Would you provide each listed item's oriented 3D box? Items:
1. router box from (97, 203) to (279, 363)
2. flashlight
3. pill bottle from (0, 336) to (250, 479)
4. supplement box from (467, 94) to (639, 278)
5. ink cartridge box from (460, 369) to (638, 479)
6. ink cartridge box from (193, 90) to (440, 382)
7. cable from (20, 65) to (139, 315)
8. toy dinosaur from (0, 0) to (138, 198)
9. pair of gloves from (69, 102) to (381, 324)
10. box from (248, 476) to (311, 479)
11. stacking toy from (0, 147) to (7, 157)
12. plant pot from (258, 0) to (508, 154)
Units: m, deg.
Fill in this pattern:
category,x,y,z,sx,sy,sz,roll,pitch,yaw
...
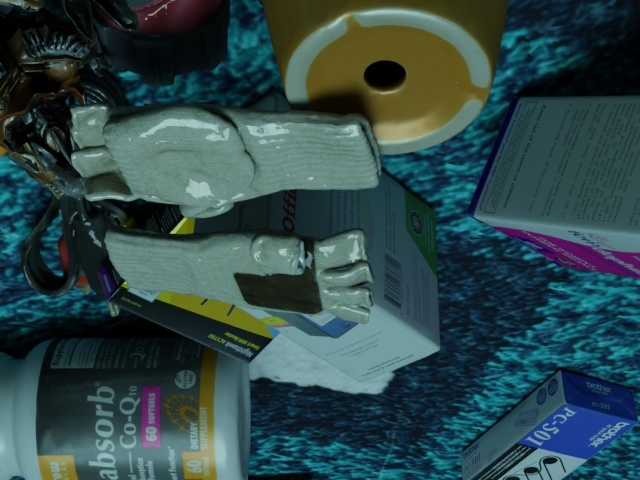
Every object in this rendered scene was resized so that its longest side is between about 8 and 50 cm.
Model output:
category,x,y,z,sx,sy,sz,roll,pitch,yaw
router box,-0.088,0.027,1.155,0.133,0.046,0.179,-46,134,16
flashlight,-0.114,-0.242,0.828,0.103,0.103,0.304,27,146,23
pill bottle,-0.213,0.177,1.304,0.278,0.162,0.162,-2,142,2
supplement box,0.232,-0.039,0.980,0.111,0.114,0.220,27,170,-29
ink cartridge box,0.251,0.222,1.448,0.097,0.046,0.207,17,139,-21
ink cartridge box,0.000,0.000,1.082,0.093,0.154,0.212,-26,135,33
cable,-0.208,-0.041,1.137,0.139,0.072,0.287,7,131,14
toy dinosaur,-0.239,-0.163,0.859,0.322,0.218,0.164,42,85,-26
pair of gloves,-0.061,-0.014,0.883,0.204,0.042,0.240,5,148,6
box,-0.080,0.454,1.674,0.191,0.143,0.381,-4,140,7
stacking toy,-0.361,-0.017,1.090,0.302,0.175,0.165,-38,132,24
plant pot,0.043,-0.167,0.844,0.205,0.188,0.205,0,141,0
